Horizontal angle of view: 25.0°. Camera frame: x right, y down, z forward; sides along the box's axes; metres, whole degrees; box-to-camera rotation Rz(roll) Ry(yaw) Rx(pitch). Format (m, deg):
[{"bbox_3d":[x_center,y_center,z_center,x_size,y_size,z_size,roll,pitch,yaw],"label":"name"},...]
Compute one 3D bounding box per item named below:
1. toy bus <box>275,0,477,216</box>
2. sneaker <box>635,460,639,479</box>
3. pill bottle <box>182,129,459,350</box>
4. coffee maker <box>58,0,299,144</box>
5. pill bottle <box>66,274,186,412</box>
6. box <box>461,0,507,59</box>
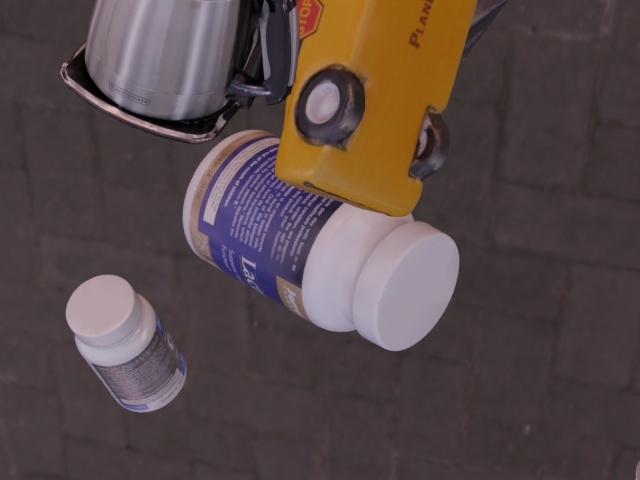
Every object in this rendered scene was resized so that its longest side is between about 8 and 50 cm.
[{"bbox_3d":[0.039,-0.191,0.991,0.130,0.332,0.108,14,177,44],"label":"toy bus"},{"bbox_3d":[0.311,0.301,1.267,0.158,0.410,0.182,-20,96,10],"label":"sneaker"},{"bbox_3d":[0.000,0.000,1.449,0.265,0.153,0.153,28,141,36],"label":"pill bottle"},{"bbox_3d":[-0.062,-0.171,0.763,0.120,0.171,0.178,10,133,-13],"label":"coffee maker"},{"bbox_3d":[-0.179,0.094,1.330,0.078,0.078,0.137,1,147,16],"label":"pill bottle"},{"bbox_3d":[0.142,-0.313,1.948,0.153,0.108,0.207,50,160,4],"label":"box"}]
